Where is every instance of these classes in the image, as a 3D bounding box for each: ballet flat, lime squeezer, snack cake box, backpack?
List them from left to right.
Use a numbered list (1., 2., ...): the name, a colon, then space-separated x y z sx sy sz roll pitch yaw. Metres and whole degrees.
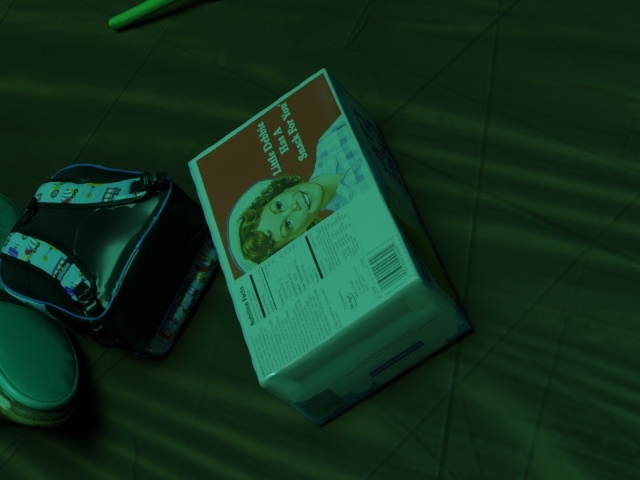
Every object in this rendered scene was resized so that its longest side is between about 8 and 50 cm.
1. ballet flat: -0.313 0.087 1.322 0.124 0.116 0.342 -54 41 21
2. backpack: -0.198 0.013 1.271 0.173 0.117 0.158 12 68 40
3. lime squeezer: -0.101 -0.305 1.465 0.310 0.059 0.110 -38 46 10
4. snack cake box: 0.000 0.000 1.156 0.152 0.089 0.264 -35 46 14
